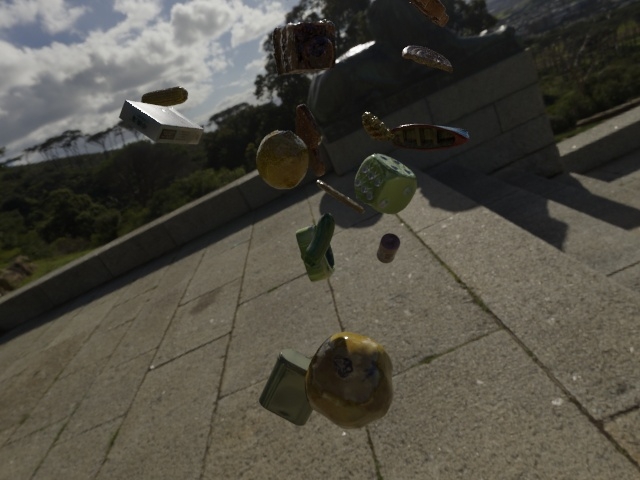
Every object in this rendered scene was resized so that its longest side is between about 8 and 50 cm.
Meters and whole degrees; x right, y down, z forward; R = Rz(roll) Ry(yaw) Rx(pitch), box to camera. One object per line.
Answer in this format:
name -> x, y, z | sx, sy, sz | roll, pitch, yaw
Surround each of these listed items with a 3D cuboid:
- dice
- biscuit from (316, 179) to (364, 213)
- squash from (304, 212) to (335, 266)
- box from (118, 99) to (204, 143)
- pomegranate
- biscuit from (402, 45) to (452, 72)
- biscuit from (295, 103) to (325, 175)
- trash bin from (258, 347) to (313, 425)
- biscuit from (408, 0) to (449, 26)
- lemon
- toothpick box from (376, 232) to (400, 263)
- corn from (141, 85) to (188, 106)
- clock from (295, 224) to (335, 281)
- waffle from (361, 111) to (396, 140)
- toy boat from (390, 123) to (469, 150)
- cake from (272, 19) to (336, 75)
dice -> 0.352, -0.303, 2.256 | 0.249, 0.255, 0.252 | 7, 32, -33
biscuit -> 0.049, -0.104, 0.997 | 0.018, 0.147, 0.071 | -56, 30, 8
squash -> 0.000, 0.000, 1.592 | 0.219, 0.077, 0.068 | -66, 27, 2
box -> -0.522, -0.390, 1.386 | 0.067, 0.155, 0.243 | -57, -9, 18
pomegranate -> 0.106, 0.500, 1.490 | 0.332, 0.333, 0.333 | -24, 20, 9
biscuit -> 0.446, -0.769, 1.733 | 0.033, 0.224, 0.145 | 114, 166, -45
biscuit -> -0.036, -0.450, 1.876 | 0.052, 0.262, 0.277 | -24, -22, -15
trash bin -> -0.110, 0.612, 1.730 | 0.248, 0.243, 0.121 | -63, -3, 10
biscuit -> 0.249, -0.650, 1.092 | 0.047, 0.202, 0.334 | -48, -1, 26
lemon -> -0.138, -0.290, 1.504 | 0.192, 0.231, 0.192 | 9, 35, -6
toothpick box -> 0.341, 0.041, 2.093 | 0.098, 0.098, 0.149 | -34, -22, -19
corn -> -0.700, -0.643, 1.869 | 0.238, 0.080, 0.080 | -4, 27, 18
clock -> -0.009, 0.050, 1.842 | 0.096, 0.235, 0.308 | -18, 0, 12
waffle -> 0.222, -0.414, 1.579 | 0.046, 0.160, 0.192 | -43, 50, 2
toy boat -> 0.517, -0.494, 1.962 | 0.391, 0.136, 0.079 | 11, 43, 37
cake -> -0.057, -0.781, 1.674 | 0.196, 0.199, 0.293 | -12, 21, -24
